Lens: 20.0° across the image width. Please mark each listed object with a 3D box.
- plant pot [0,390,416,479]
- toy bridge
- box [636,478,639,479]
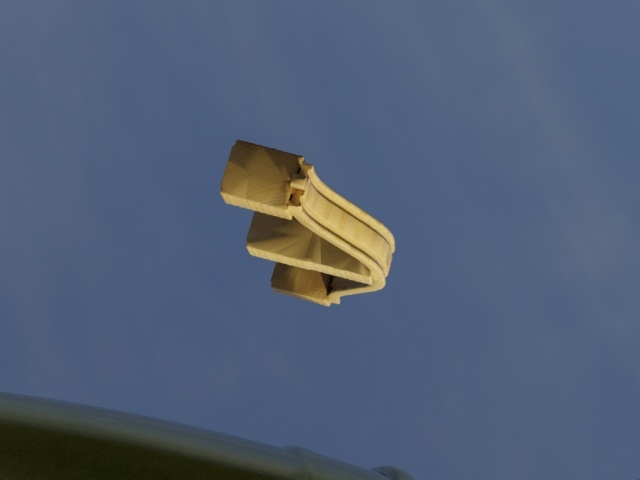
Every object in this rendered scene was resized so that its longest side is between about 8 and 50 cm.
[{"bbox_3d":[-0.176,0.240,1.057,0.353,0.366,0.366,24,-135,-9],"label":"plant pot"},{"bbox_3d":[0.000,0.000,0.798,0.063,0.188,0.026,15,-102,9],"label":"toy bridge"},{"bbox_3d":[0.191,0.170,0.612,0.175,0.051,0.220,-16,-121,-20],"label":"box"}]
